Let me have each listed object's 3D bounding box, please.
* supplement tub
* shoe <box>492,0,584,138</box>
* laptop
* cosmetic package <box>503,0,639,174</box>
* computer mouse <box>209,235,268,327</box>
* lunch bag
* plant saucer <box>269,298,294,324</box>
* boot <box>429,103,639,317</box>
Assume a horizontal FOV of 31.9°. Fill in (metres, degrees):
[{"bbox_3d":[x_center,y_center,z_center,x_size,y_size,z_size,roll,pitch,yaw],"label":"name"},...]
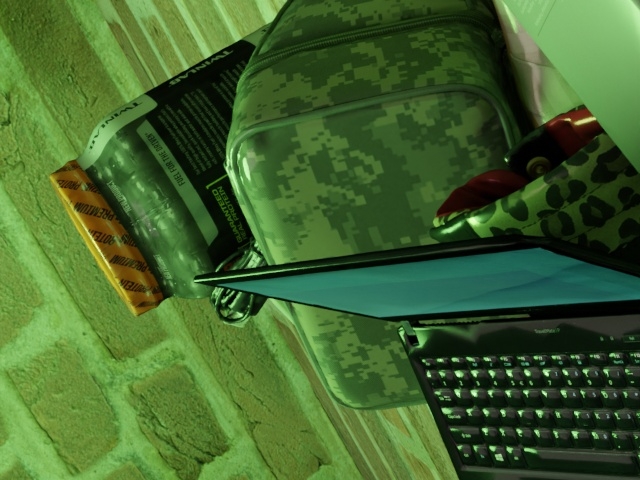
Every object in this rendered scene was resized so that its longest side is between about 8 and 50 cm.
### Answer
[{"bbox_3d":[-0.081,-0.080,1.116,0.207,0.338,0.207,54,166,19],"label":"supplement tub"},{"bbox_3d":[0.156,-0.124,0.703,0.219,0.076,0.058,62,172,-7],"label":"shoe"},{"bbox_3d":[0.099,0.098,0.589,0.234,0.136,0.264,-8,110,49],"label":"laptop"},{"bbox_3d":[0.169,-0.130,0.528,0.238,0.127,0.107,58,167,10],"label":"cosmetic package"},{"bbox_3d":[0.035,0.003,1.081,0.072,0.272,0.188,52,132,24],"label":"computer mouse"},{"bbox_3d":[0.070,-0.061,0.877,0.256,0.212,0.305,-85,-24,-52],"label":"lunch bag"},{"bbox_3d":[0.000,0.000,1.376,0.400,0.100,0.400,47,-170,-11],"label":"plant saucer"},{"bbox_3d":[0.181,0.074,0.716,0.284,0.138,0.377,50,151,-6],"label":"boot"}]
